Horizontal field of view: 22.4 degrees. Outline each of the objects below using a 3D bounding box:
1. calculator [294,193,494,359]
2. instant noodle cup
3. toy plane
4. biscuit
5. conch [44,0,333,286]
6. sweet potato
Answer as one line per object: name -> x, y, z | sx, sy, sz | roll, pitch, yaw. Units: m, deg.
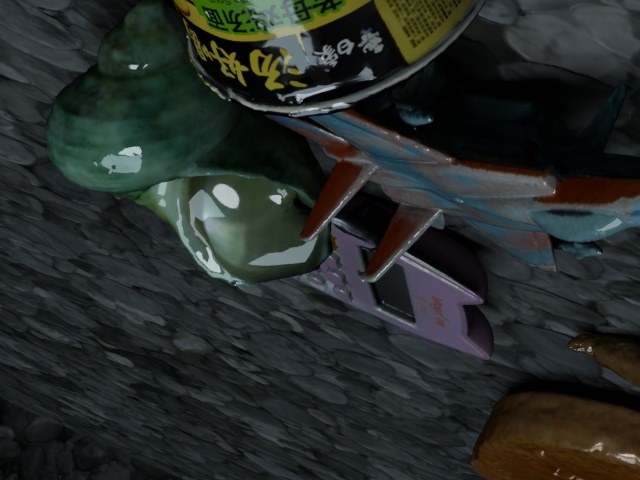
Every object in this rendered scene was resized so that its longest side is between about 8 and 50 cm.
calculator -> 0.001, -0.001, 1.235 | 0.294, 0.043, 0.194 | 23, 164, 16
instant noodle cup -> -0.011, -0.145, 0.670 | 0.151, 0.151, 0.122 | 12, 148, 34
toy plane -> 0.101, -0.040, 0.871 | 0.223, 0.104, 0.326 | 33, 159, -28
biscuit -> 0.354, 0.253, 1.443 | 0.455, 0.078, 0.350 | 32, 164, -20
conch -> -0.083, -0.062, 1.022 | 0.176, 0.122, 0.188 | 18, 164, 37
sweet potato -> 0.255, 0.088, 1.141 | 0.050, 0.050, 0.214 | 32, 164, -24
